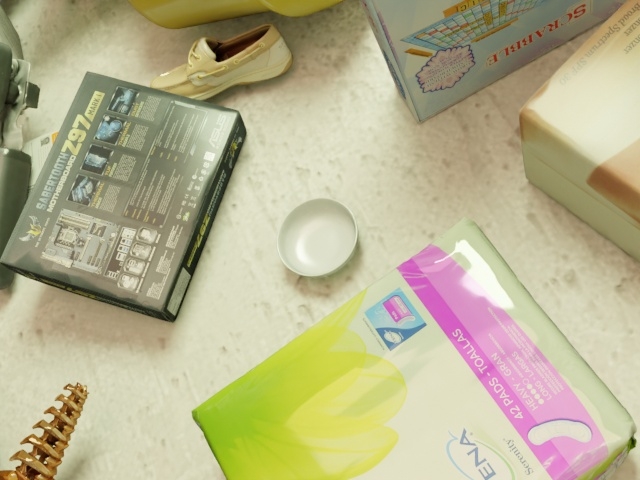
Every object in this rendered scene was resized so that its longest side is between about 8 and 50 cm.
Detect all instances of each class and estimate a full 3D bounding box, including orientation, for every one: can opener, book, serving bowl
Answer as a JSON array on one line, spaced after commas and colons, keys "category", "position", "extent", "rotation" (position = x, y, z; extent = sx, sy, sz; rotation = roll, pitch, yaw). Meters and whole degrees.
[{"category": "can opener", "position": [-0.381, -0.084, 0.853], "extent": [0.074, 0.093, 0.280], "rotation": [-3, 82, 35]}, {"category": "book", "position": [-0.284, -0.090, 0.873], "extent": [0.144, 0.035, 0.096], "rotation": [-16, 67, 13]}, {"category": "serving bowl", "position": [0.000, 0.000, 0.737], "extent": [0.083, 0.027, 0.083], "rotation": [-7, 67, 17]}]

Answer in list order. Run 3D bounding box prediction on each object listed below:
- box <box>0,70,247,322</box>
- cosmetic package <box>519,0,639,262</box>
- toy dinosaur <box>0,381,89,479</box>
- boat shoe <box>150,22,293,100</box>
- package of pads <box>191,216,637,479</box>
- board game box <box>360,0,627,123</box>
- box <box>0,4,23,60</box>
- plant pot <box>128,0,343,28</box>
[{"category": "box", "position": [-0.203, -0.050, 0.790], "extent": [0.184, 0.059, 0.232], "rotation": [16, 74, 8]}, {"category": "cosmetic package", "position": [0.319, -0.043, 0.584], "extent": [0.153, 0.129, 0.296], "rotation": [-46, 62, -4]}, {"category": "toy dinosaur", "position": [-0.354, 0.251, 0.721], "extent": [0.322, 0.164, 0.218], "rotation": [-36, 75, -18]}, {"category": "boat shoe", "position": [-0.119, -0.202, 0.836], "extent": [0.170, 0.059, 0.063], "rotation": [-16, 43, 9]}, {"category": "package of pads", "position": [0.073, 0.159, 0.607], "extent": [0.297, 0.101, 0.229], "rotation": [-36, 60, 4]}, {"category": "board game box", "position": [0.176, -0.273, 0.623], "extent": [0.319, 0.318, 0.065], "rotation": [-28, 62, 6]}, {"category": "box", "position": [-0.484, -0.255, 0.902], "extent": [0.182, 0.181, 0.119], "rotation": [-22, 53, -5]}, {"category": "plant pot", "position": [-0.099, -0.349, 0.807], "extent": [0.239, 0.254, 0.253], "rotation": [-13, 64, 32]}]
